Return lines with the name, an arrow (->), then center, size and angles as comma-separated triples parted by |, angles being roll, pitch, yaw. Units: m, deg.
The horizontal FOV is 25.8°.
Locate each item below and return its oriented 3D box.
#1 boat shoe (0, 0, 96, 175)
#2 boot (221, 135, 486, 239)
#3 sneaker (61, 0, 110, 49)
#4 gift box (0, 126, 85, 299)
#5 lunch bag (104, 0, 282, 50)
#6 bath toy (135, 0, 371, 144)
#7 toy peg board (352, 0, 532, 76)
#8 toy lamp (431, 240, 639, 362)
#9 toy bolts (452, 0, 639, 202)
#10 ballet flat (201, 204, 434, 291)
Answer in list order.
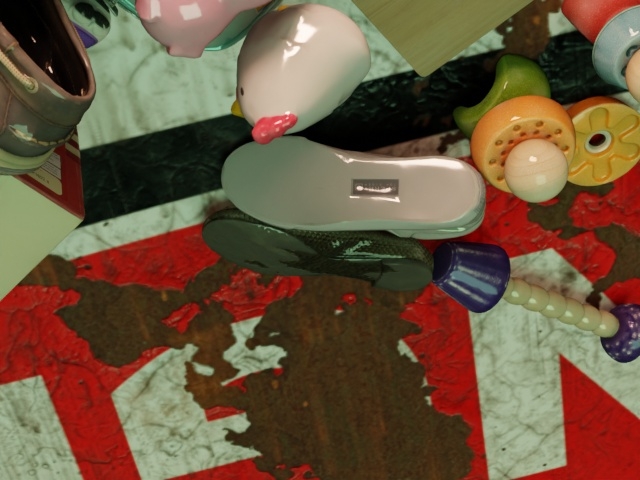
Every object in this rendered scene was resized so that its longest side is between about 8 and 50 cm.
boat shoe -> -0.265, -0.228, 1.053 | 0.130, 0.132, 0.355 | -26, 92, 32
boot -> 0.037, -0.039, 1.388 | 0.258, 0.095, 0.123 | 7, 169, 11
sneaker -> -0.260, -0.211, 1.200 | 0.071, 0.068, 0.170 | -37, 127, 24
gift box -> -0.374, -0.047, 1.172 | 0.258, 0.276, 0.255 | -41, 120, 20
lunch bag -> -0.093, -0.301, 1.140 | 0.224, 0.108, 0.279 | 32, 114, -32
bath toy -> -0.098, -0.207, 1.063 | 0.151, 0.129, 0.348 | -7, 134, 42
toy peg board -> 0.108, -0.256, 1.259 | 0.161, 0.079, 0.160 | -34, 143, 14
toy lamp -> 0.240, 0.063, 1.528 | 0.274, 0.080, 0.080 | 18, 121, -28
toy bolts -> 0.275, -0.120, 1.338 | 0.218, 0.158, 0.228 | 24, 119, -28
ballet flat -> 0.000, 0.000, 1.440 | 0.249, 0.058, 0.084 | 10, 146, -14
